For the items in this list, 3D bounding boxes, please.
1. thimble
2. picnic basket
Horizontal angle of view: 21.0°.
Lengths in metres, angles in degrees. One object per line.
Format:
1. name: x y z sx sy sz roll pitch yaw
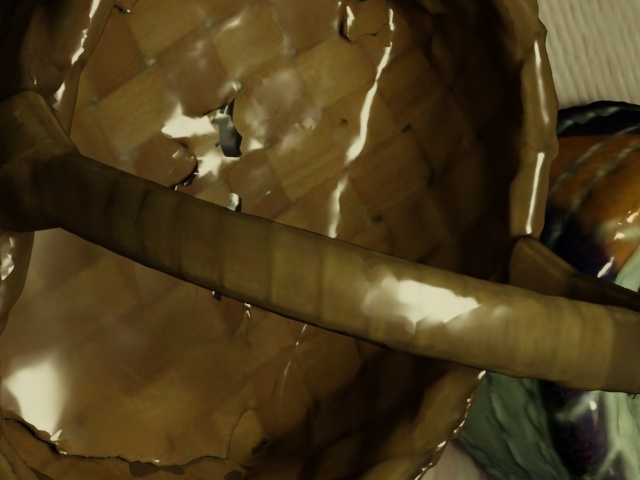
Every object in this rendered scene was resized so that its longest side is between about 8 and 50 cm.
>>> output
1. thimble: 0.171 0.048 0.938 0.237 0.150 0.237 -9 108 -31
2. picnic basket: 0.000 0.000 0.719 0.293 0.337 0.337 14 94 -34
